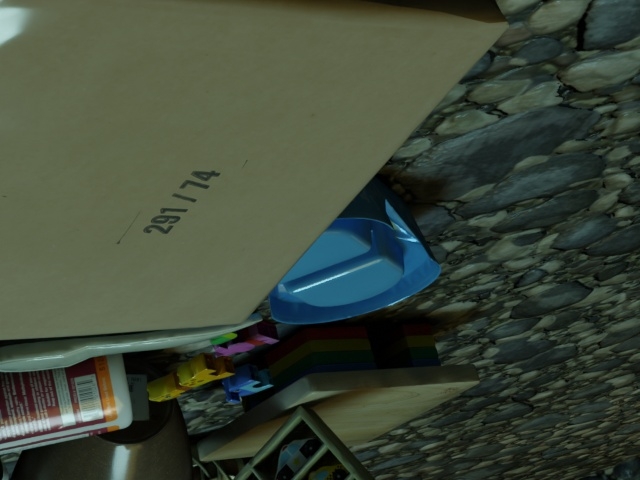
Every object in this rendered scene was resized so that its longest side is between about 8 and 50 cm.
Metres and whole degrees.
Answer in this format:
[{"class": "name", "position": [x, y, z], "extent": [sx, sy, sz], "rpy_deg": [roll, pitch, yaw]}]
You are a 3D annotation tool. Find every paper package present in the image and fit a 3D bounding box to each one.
[{"class": "paper package", "position": [-0.118, -0.089, 0.798], "extent": [0.310, 0.168, 0.325], "rpy_deg": [-2, 150, -35]}]

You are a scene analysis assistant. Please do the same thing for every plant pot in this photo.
[{"class": "plant pot", "position": [-0.233, 0.234, 1.660], "extent": [0.215, 0.215, 0.230], "rpy_deg": [-7, 146, -20]}]

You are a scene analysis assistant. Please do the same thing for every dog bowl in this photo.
[{"class": "dog bowl", "position": [0.000, 0.000, 1.336], "extent": [0.166, 0.074, 0.297], "rpy_deg": [-21, 159, 16]}]

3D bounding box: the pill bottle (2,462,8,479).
[{"class": "pill bottle", "position": [-0.432, 0.285, 1.812], "extent": [0.067, 0.067, 0.120], "rpy_deg": [-20, 160, 14]}]

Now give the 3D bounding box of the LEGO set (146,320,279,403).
[{"class": "LEGO set", "position": [-0.132, 0.127, 1.570], "extent": [0.093, 0.087, 0.227], "rpy_deg": [-23, 158, 22]}]

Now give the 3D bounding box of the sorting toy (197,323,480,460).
[{"class": "sorting toy", "position": [0.012, 0.180, 1.816], "extent": [0.257, 0.089, 0.255], "rpy_deg": [0, 156, -37]}]

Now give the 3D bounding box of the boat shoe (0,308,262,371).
[{"class": "boat shoe", "position": [-0.182, 0.067, 1.370], "extent": [0.255, 0.079, 0.095], "rpy_deg": [-8, 168, -6]}]

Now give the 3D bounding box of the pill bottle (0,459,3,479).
[{"class": "pill bottle", "position": [-0.477, 0.294, 1.693], "extent": [0.219, 0.122, 0.123], "rpy_deg": [-33, 157, 10]}]

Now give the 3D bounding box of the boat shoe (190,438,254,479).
[{"class": "boat shoe", "position": [-0.158, 0.325, 2.073], "extent": [0.120, 0.122, 0.324], "rpy_deg": [-36, 160, 35]}]

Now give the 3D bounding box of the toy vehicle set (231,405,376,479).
[{"class": "toy vehicle set", "position": [-0.051, 0.339, 1.663], "extent": [0.267, 0.166, 0.035], "rpy_deg": [-49, 155, 8]}]

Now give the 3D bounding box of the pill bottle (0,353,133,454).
[{"class": "pill bottle", "position": [-0.300, 0.144, 1.438], "extent": [0.221, 0.121, 0.121], "rpy_deg": [-11, 160, -10]}]
